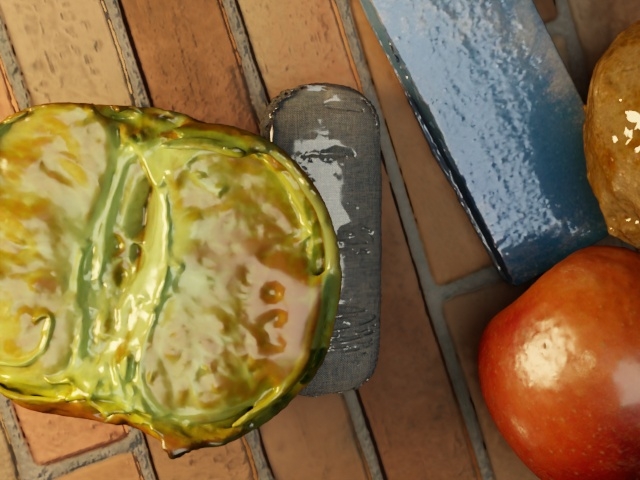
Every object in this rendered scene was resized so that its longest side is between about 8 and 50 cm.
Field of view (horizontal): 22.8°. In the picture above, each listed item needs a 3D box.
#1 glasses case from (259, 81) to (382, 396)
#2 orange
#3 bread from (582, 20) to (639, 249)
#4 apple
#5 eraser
[{"bbox_3d":[0.000,0.000,1.422,0.109,0.067,0.282,-1,97,-13],"label":"glasses case"},{"bbox_3d":[-0.148,0.019,1.321,0.334,0.196,0.263,7,105,3],"label":"orange"},{"bbox_3d":[0.320,-0.083,1.424,0.230,0.123,0.230,24,55,-40],"label":"bread"},{"bbox_3d":[0.252,0.121,1.412,0.218,0.218,0.201,-38,76,-6],"label":"apple"},{"bbox_3d":[0.163,-0.125,1.458,0.144,0.042,0.312,-30,100,-9],"label":"eraser"}]
